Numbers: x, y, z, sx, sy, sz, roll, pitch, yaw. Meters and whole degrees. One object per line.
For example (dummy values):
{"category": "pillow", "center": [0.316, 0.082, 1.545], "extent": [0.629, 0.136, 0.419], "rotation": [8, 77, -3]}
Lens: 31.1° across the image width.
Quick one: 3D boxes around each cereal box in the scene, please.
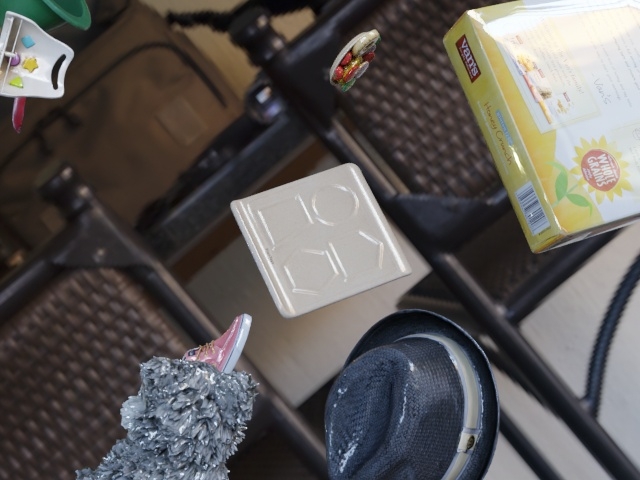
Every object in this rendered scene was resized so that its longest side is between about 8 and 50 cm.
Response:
{"category": "cereal box", "center": [0.226, -0.102, 0.834], "extent": [0.240, 0.173, 0.047], "rotation": [-15, -14, -24]}

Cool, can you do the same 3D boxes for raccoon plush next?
{"category": "raccoon plush", "center": [-0.164, 0.366, 1.504], "extent": [0.216, 0.446, 0.299], "rotation": [2, -46, -34]}

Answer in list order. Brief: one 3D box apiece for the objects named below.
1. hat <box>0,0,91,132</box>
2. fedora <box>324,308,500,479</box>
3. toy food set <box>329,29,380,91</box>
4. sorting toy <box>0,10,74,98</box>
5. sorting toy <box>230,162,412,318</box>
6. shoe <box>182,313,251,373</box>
{"category": "hat", "center": [-0.451, -0.316, 1.658], "extent": [0.183, 0.209, 0.173], "rotation": [-36, -35, 14]}
{"category": "fedora", "center": [0.099, 0.264, 1.694], "extent": [0.334, 0.334, 0.152], "rotation": [-38, -28, 29]}
{"category": "toy food set", "center": [0.043, -0.220, 1.397], "extent": [0.083, 0.020, 0.082], "rotation": [-49, -12, 0]}
{"category": "sorting toy", "center": [-0.292, -0.179, 1.166], "extent": [0.045, 0.075, 0.083], "rotation": [-172, 98, -75]}
{"category": "sorting toy", "center": [0.000, 0.000, 1.609], "extent": [0.208, 0.193, 0.038], "rotation": [-18, -23, -20]}
{"category": "shoe", "center": [-0.184, 0.193, 1.928], "extent": [0.063, 0.081, 0.178], "rotation": [-106, 41, -77]}
